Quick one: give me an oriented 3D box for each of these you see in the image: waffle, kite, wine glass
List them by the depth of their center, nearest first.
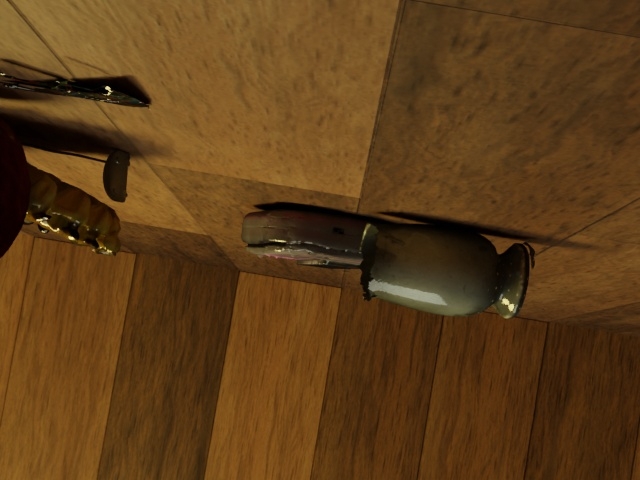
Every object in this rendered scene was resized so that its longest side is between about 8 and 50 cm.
[{"bbox_3d":[-0.205,-0.127,1.342,0.160,0.010,0.183,9,180,-44],"label":"kite"},{"bbox_3d":[-0.351,-0.065,1.766,0.329,0.062,0.329,25,176,2],"label":"waffle"},{"bbox_3d":[0.152,0.037,1.983,0.204,0.111,0.111,7,176,-11],"label":"wine glass"}]

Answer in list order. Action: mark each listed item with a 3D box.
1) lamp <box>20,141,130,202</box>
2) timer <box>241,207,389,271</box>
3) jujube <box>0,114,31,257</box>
[{"bbox_3d":[-0.306,-0.088,1.799,0.198,0.056,0.050,11,179,18],"label":"lamp"},{"bbox_3d":[0.000,0.000,2.133,0.190,0.069,0.208,8,175,-19],"label":"timer"},{"bbox_3d":[-0.374,-0.064,1.447,0.190,0.190,0.255,7,164,24],"label":"jujube"}]
